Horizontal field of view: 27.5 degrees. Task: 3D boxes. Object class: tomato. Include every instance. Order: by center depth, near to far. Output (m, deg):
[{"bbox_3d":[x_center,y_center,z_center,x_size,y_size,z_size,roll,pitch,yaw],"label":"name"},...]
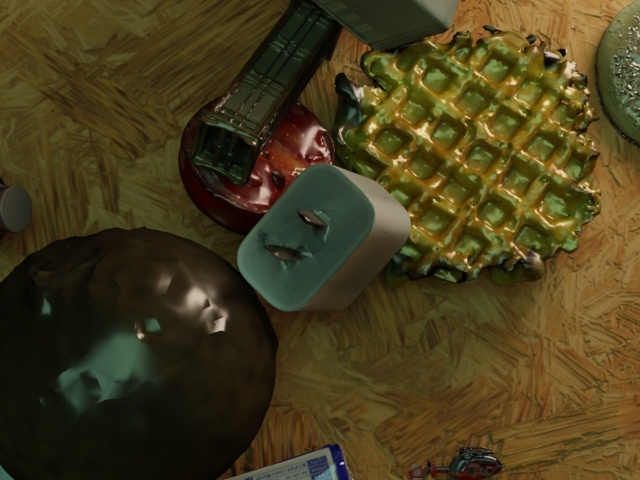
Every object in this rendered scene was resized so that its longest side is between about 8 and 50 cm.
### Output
[{"bbox_3d":[-0.102,-0.094,1.824,0.200,0.139,0.233,37,48,6],"label":"tomato"}]

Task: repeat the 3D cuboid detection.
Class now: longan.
[{"bbox_3d":[-0.251,0.158,1.662,0.391,0.391,0.391,0,81,0],"label":"longan"}]

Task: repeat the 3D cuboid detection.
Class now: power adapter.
[{"bbox_3d":[0.000,0.000,1.679,0.124,0.255,0.187,43,99,15],"label":"power adapter"}]

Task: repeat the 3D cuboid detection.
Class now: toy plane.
[{"bbox_3d":[0.194,0.318,1.807,0.145,0.037,0.060,-1,91,-4],"label":"toy plane"}]

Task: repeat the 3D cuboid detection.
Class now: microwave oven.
[{"bbox_3d":[0.097,-0.450,1.809,0.237,0.181,0.295,34,67,-31],"label":"microwave oven"}]

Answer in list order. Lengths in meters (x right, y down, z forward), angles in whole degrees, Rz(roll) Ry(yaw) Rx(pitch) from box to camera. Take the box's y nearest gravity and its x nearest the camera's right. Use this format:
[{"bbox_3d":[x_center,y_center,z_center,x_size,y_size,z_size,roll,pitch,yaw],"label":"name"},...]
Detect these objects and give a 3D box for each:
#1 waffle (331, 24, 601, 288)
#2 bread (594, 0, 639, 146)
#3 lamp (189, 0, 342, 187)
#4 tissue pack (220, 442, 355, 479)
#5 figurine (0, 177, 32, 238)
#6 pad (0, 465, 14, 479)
[{"bbox_3d":[0.209,-0.119,1.849,0.380,0.095,0.382,-6,79,3],"label":"waffle"},{"bbox_3d":[0.531,-0.249,1.899,0.267,0.040,0.267,0,81,0],"label":"bread"},{"bbox_3d":[-0.068,-0.212,1.786,0.090,0.089,0.325,27,47,5],"label":"lamp"},{"bbox_3d":[-0.067,0.405,1.746,0.270,0.137,0.209,-18,81,0],"label":"tissue pack"},{"bbox_3d":[-0.532,-0.051,1.806,0.276,0.158,0.161,1,41,2],"label":"figurine"},{"bbox_3d":[-0.439,0.297,1.822,0.269,0.012,0.269,40,82,6],"label":"pad"}]
